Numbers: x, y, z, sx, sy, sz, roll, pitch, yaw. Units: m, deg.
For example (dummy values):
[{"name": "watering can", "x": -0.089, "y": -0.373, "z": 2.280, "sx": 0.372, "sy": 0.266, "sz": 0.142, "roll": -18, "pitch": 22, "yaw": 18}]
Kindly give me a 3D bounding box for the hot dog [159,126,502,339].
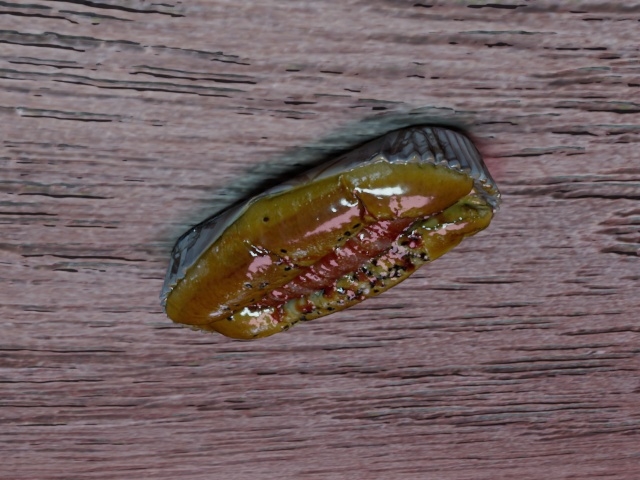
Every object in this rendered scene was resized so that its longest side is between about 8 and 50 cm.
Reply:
[{"name": "hot dog", "x": 0.000, "y": 0.000, "z": 1.244, "sx": 0.268, "sy": 0.075, "sz": 0.144, "roll": -27, "pitch": 149, "yaw": 28}]
